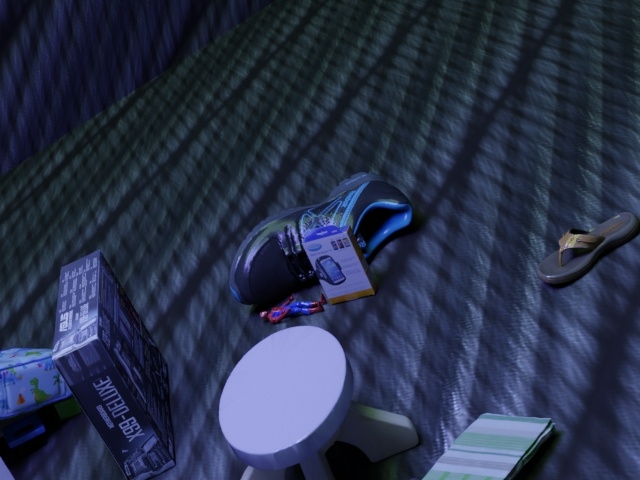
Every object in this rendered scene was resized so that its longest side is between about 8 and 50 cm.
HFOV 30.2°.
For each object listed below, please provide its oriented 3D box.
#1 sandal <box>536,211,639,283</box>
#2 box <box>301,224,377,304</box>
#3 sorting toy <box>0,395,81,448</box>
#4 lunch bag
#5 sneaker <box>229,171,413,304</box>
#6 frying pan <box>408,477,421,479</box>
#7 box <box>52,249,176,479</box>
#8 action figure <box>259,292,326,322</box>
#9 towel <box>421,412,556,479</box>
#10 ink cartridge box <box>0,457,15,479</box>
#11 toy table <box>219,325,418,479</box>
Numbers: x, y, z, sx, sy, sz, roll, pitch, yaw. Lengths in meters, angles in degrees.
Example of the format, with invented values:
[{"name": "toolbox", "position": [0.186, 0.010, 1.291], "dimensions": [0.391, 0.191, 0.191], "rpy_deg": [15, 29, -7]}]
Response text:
[{"name": "sandal", "position": [0.383, 0.001, 1.717], "dimensions": [0.180, 0.049, 0.072], "rpy_deg": [-32, 26, -12]}, {"name": "box", "position": [0.028, 0.033, 1.888], "dimensions": [0.081, 0.136, 0.028], "rpy_deg": [-14, 23, 23]}, {"name": "sorting toy", "position": [-0.535, 0.285, 2.047], "dimensions": [0.196, 0.047, 0.348], "rpy_deg": [-33, 28, -29]}, {"name": "lunch bag", "position": [-0.521, 0.231, 1.906], "dimensions": [0.176, 0.090, 0.219], "rpy_deg": [-5, 4, 35]}, {"name": "sneaker", "position": [0.000, 0.000, 1.995], "dimensions": [0.341, 0.125, 0.140], "rpy_deg": [-35, 32, -14]}, {"name": "frying pan", "position": [0.163, 0.346, 1.281], "dimensions": [0.197, 0.053, 0.326], "rpy_deg": [-15, 30, 20]}, {"name": "box", "position": [-0.311, 0.185, 1.798], "dimensions": [0.077, 0.242, 0.307], "rpy_deg": [-25, 26, 2]}, {"name": "action figure", "position": [-0.048, 0.112, 1.940], "dimensions": [0.115, 0.030, 0.038], "rpy_deg": [-17, 32, 23]}, {"name": "towel", "position": [0.200, 0.259, 1.413], "dimensions": [0.113, 0.023, 0.152], "rpy_deg": [-3, 26, 45]}, {"name": "ink cartridge box", "position": [-0.569, 0.338, 1.807], "dimensions": [0.140, 0.190, 0.082], "rpy_deg": [-8, 29, 33]}, {"name": "toy table", "position": [-0.020, 0.244, 1.507], "dimensions": [0.252, 0.161, 0.274], "rpy_deg": [-19, 26, 17]}]
